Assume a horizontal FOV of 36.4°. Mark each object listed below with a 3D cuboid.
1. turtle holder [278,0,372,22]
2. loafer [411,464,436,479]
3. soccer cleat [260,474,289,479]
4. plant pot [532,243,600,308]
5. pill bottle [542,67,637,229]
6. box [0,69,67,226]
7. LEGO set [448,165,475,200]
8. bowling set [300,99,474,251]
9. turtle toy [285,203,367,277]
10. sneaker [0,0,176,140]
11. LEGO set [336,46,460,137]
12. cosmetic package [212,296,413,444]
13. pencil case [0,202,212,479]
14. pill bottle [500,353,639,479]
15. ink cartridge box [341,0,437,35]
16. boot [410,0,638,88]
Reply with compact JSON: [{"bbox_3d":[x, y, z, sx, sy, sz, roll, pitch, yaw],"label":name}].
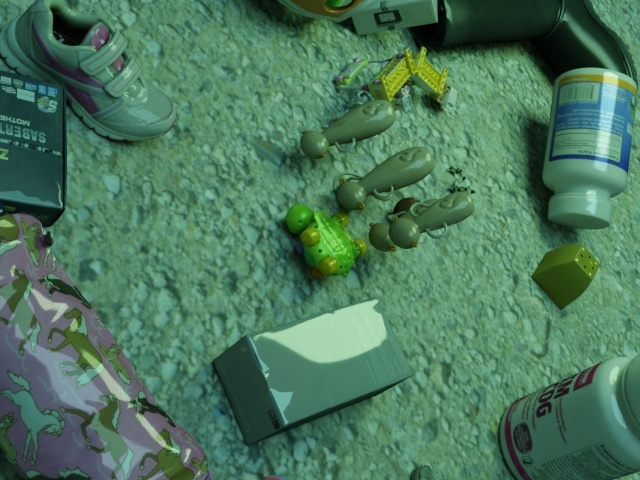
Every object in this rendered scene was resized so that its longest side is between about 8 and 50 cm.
[{"bbox_3d":[-0.005,-0.496,1.612,0.227,0.243,0.320,49,4,-24],"label":"turtle holder"},{"bbox_3d":[0.156,0.366,1.329,0.045,0.039,0.125,12,58,-31],"label":"loafer"},{"bbox_3d":[0.008,0.386,1.191,0.248,0.083,0.095,50,17,4],"label":"soccer cleat"},{"bbox_3d":[0.436,0.053,1.696,0.081,0.083,0.081,47,45,-5],"label":"plant pot"},{"bbox_3d":[0.489,-0.164,1.784,0.152,0.152,0.272,16,78,-30],"label":"pill bottle"},{"bbox_3d":[-0.422,-0.124,1.161,0.233,0.059,0.183,11,60,-32],"label":"box"},{"bbox_3d":[0.240,-0.090,1.678,0.054,0.023,0.083,28,38,-24],"label":"LEGO set"},{"bbox_3d":[0.099,-0.051,1.466,0.154,0.200,0.287,-26,52,-12],"label":"bowling set"},{"bbox_3d":[0.000,0.000,1.406,0.095,0.066,0.130,-29,83,-45],"label":"turtle toy"},{"bbox_3d":[-0.294,-0.226,1.282,0.252,0.111,0.103,32,50,-19],"label":"sneaker"},{"bbox_3d":[0.123,-0.265,1.660,0.287,0.107,0.132,-27,117,-48],"label":"LEGO set"},{"bbox_3d":[-0.007,0.168,1.281,0.238,0.107,0.127,-12,73,-38],"label":"cosmetic package"},{"bbox_3d":[-0.282,0.149,1.045,0.386,0.167,0.160,55,11,2],"label":"pencil case"},{"bbox_3d":[0.411,0.264,1.416,0.160,0.283,0.160,19,54,-28],"label":"pill bottle"},{"bbox_3d":[0.111,-0.423,1.705,0.060,0.180,0.104,63,26,-54],"label":"ink cartridge box"},{"bbox_3d":[0.380,-0.401,1.874,0.445,0.146,0.367,-4,60,-42],"label":"boot"}]
